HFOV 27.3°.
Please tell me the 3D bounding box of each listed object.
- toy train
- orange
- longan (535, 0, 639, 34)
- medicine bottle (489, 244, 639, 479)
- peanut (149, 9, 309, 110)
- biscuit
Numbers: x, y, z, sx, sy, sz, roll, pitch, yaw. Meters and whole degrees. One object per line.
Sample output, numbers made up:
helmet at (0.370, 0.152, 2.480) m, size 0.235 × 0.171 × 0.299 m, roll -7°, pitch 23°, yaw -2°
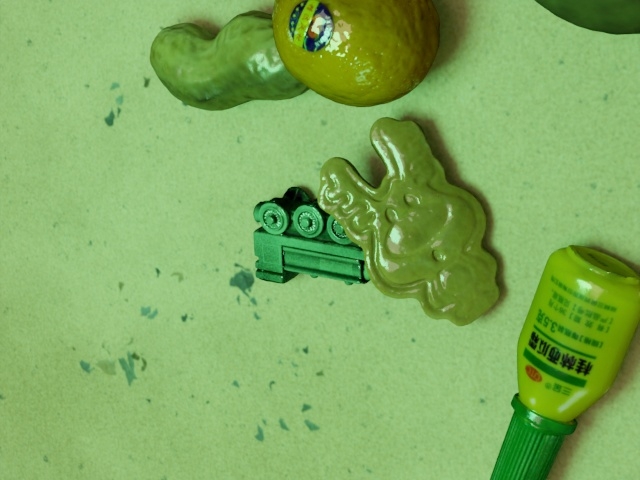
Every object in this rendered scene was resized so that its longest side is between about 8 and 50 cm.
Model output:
toy train at (0.000, 0.000, 1.508) m, size 0.171 × 0.071 × 0.111 m, roll 10°, pitch 116°, yaw 28°
orange at (0.035, -0.219, 1.363) m, size 0.178 × 0.178 × 0.155 m, roll 31°, pitch 113°, yaw 22°
longan at (0.291, -0.324, 1.152) m, size 0.300 × 0.300 × 0.243 m, roll -44°, pitch 37°, yaw 32°
medicine bottle at (0.247, 0.155, 1.387) m, size 0.111 × 0.076 × 0.308 m, roll 31°, pitch 117°, yaw 30°
peanut at (-0.101, -0.203, 1.502) m, size 0.229 × 0.098 × 0.103 m, roll -2°, pitch 59°, yaw 31°
biscuit at (0.102, -0.013, 1.423) m, size 0.144 × 0.040 × 0.236 m, roll -38°, pitch 89°, yaw 11°
